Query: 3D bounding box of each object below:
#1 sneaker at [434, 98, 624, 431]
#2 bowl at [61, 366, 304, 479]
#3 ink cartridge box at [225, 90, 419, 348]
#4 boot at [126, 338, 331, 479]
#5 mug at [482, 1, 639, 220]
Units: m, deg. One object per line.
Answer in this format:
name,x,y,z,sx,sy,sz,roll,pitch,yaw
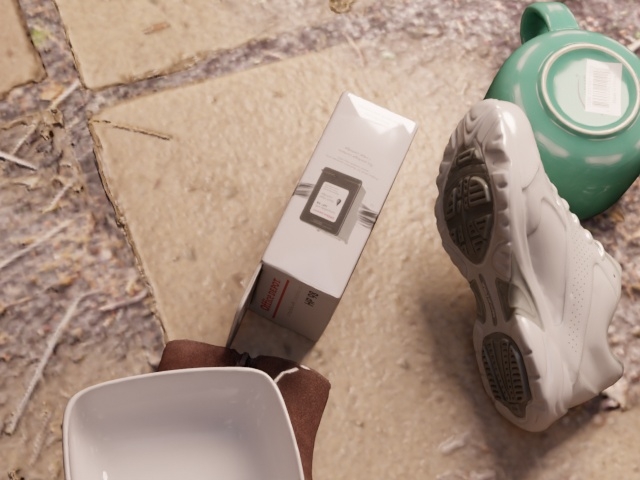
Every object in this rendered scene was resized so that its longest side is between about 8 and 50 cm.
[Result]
sneaker,0.156,0.010,1.021,0.115,0.090,0.232,-16,100,-29
bowl,-0.084,0.152,0.879,0.142,0.053,0.142,-5,62,-16
ink cartridge box,0.000,0.000,1.005,0.060,0.104,0.180,25,68,1
boot,-0.122,0.161,0.952,0.248,0.090,0.207,10,56,-2
mug,0.178,-0.101,1.072,0.129,0.097,0.158,-38,78,-19
